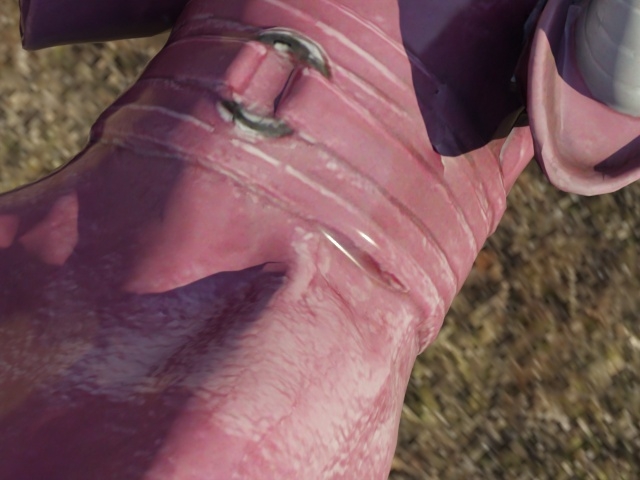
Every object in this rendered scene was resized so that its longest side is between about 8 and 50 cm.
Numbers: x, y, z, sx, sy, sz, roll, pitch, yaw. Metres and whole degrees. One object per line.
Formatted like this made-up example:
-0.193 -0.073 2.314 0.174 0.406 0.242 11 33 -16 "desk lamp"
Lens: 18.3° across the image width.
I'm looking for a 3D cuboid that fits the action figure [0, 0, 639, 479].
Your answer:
0.000 0.000 0.494 0.248 0.275 0.370 24 68 35 "action figure"
